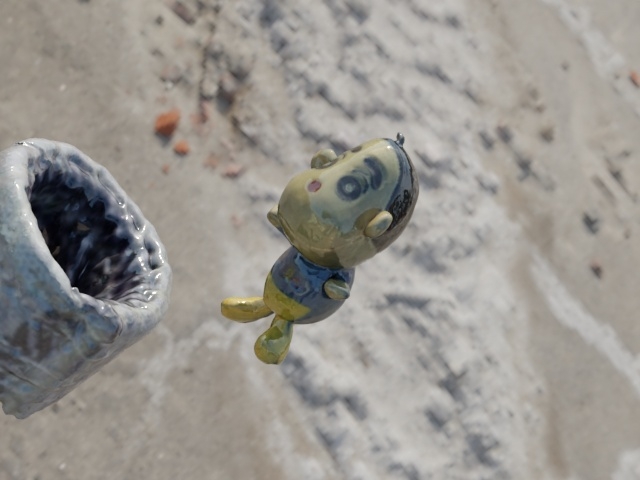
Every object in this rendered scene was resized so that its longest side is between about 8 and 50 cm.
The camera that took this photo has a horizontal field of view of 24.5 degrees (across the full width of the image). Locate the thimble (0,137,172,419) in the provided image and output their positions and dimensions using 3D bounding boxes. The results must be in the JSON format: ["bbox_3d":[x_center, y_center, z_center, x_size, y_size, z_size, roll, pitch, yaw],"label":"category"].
[{"bbox_3d":[-0.259,0.034,1.369,0.217,0.157,0.245,39,21,-31],"label":"thimble"}]

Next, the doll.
[{"bbox_3d":[0.000,0.000,0.985,0.089,0.179,0.102,27,15,-48],"label":"doll"}]
